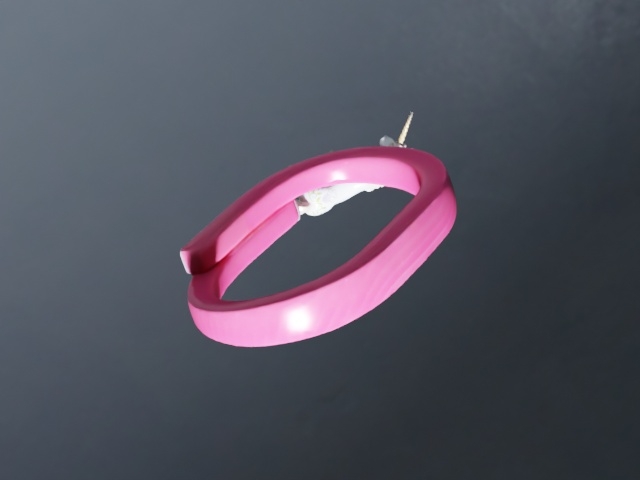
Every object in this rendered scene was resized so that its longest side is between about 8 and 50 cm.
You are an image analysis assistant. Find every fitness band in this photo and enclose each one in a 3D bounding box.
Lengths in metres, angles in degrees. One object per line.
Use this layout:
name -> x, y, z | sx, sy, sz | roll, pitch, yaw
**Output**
fitness band -> 0.000, 0.000, 1.276 | 0.209, 0.054, 0.291 | 5, -147, 34

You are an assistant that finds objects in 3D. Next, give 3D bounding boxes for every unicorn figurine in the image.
unicorn figurine -> 0.024, -0.066, 1.451 | 0.162, 0.060, 0.111 | -41, -155, -12
